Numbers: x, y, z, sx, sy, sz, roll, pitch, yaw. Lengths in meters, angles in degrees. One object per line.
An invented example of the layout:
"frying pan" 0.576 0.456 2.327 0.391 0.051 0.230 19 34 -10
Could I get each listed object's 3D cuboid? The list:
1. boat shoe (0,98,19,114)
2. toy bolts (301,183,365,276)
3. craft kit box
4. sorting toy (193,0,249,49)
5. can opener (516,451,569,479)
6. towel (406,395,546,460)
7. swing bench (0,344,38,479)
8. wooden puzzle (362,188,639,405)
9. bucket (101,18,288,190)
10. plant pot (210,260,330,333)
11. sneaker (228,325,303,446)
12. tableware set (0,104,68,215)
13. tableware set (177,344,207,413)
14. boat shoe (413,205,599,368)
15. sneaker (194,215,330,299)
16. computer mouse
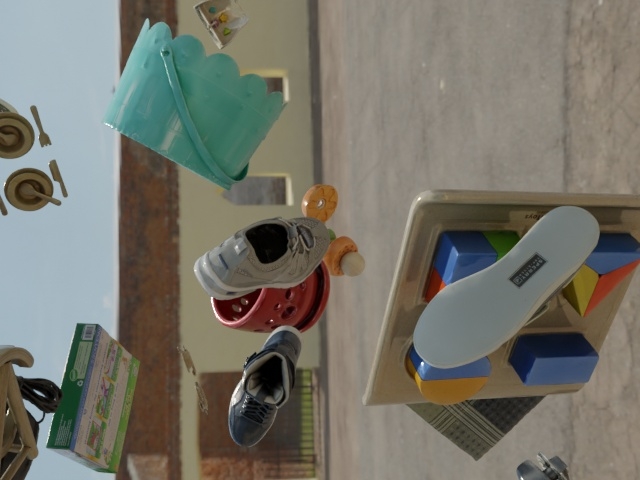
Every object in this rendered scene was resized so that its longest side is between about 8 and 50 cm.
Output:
"boat shoe" -0.812 -0.303 1.616 0.091 0.305 0.109 -43 -24 -62
"toy bolts" 0.000 0.000 1.698 0.159 0.229 0.218 30 126 40
"craft kit box" -0.455 0.326 1.493 0.246 0.061 0.249 71 -158 -60
"sorting toy" -0.167 -0.388 1.272 0.083 0.075 0.045 58 179 -17
"can opener" 0.459 0.485 1.267 0.283 0.095 0.076 48 170 45
"towel" 0.313 0.242 1.433 0.324 0.312 0.056 43 -175 -23
"swing bench" -0.538 0.226 0.985 0.165 0.254 0.254 -81 0 -65
"wooden puzzle" 0.237 0.094 0.890 0.080 0.322 0.347 -110 26 -50
"bucket" -0.213 -0.216 1.220 0.183 0.281 0.281 -62 6 0
"plant pot" -0.089 0.090 1.398 0.191 0.174 0.191 -26 54 42
"sneaker" -0.102 0.260 1.186 0.163 0.086 0.226 -71 4 -79
"tableware set" -0.541 -0.135 1.316 0.039 0.128 0.194 -133 28 -56
"tableware set" -0.277 0.303 1.600 0.141 0.020 0.168 104 144 -70
"boat shoe" 0.190 0.057 0.733 0.077 0.219 0.070 51 176 28
"sneaker" -0.057 0.015 1.116 0.105 0.115 0.281 56 -145 6
"computer mouse" -0.512 0.329 1.135 0.072 0.188 0.272 -9 58 42
